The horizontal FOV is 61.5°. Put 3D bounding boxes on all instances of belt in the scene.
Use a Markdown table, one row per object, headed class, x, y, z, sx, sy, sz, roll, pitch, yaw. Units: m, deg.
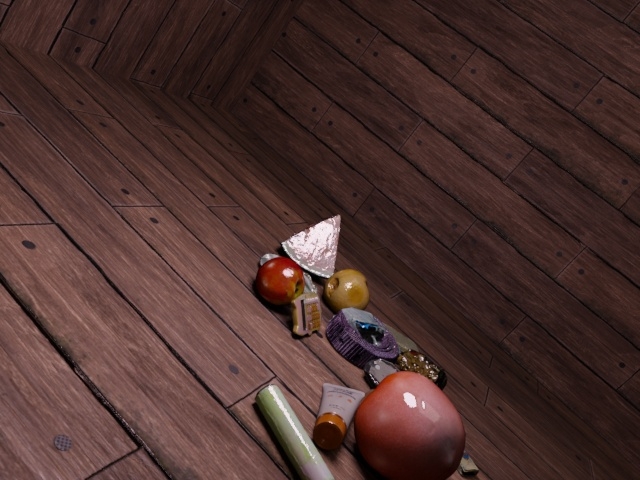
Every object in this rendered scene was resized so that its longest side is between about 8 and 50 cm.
| class | x | y | z | sx | sy | sz | roll | pitch | yaw |
| --- | --- | --- | --- | --- | --- | --- | --- | --- | --- |
| belt | 0.167 | 0.387 | 2.127 | 0.325 | 0.122 | 0.260 | 22 | 30 | -36 |

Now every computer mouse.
| class | x | y | z | sx | sy | sz | roll | pitch | yaw |
| --- | --- | --- | --- | --- | --- | --- | --- | --- | --- |
| computer mouse | 0.253 | 0.530 | 1.969 | 0.231 | 0.071 | 0.126 | 39 | 44 | 12 |

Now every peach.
| class | x | y | z | sx | sy | sz | roll | pitch | yaw |
| --- | --- | --- | --- | --- | --- | --- | --- | --- | --- |
| peach | -0.155 | 0.147 | 2.003 | 0.197 | 0.197 | 0.197 | 34 | 17 | -12 |

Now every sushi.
| class | x | y | z | sx | sy | sz | roll | pitch | yaw |
| --- | --- | --- | --- | --- | --- | --- | --- | --- | --- |
| sushi | 0.406 | 0.540 | 2.193 | 0.115 | 0.147 | 0.212 | 33 | 7 | -34 |

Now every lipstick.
| class | x | y | z | sx | sy | sz | roll | pitch | yaw |
| --- | --- | --- | --- | --- | --- | --- | --- | --- | --- |
| lipstick | -0.071 | 0.506 | 1.387 | 0.076 | 0.076 | 0.304 | 16 | 27 | -52 |

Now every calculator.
| class | x | y | z | sx | sy | sz | roll | pitch | yaw |
| --- | --- | --- | --- | --- | --- | --- | --- | --- | --- |
| calculator | -0.050 | 0.271 | 1.988 | 0.236 | 0.033 | 0.157 | 3 | 80 | -65 |

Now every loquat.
| class | x | y | z | sx | sy | sz | roll | pitch | yaw |
| --- | --- | --- | --- | --- | --- | --- | --- | --- | --- |
| loquat | 0.121 | 0.226 | 2.320 | 0.213 | 0.213 | 0.213 | 34 | 17 | -12 |

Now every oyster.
| class | x | y | z | sx | sy | sz | roll | pitch | yaw |
| --- | --- | --- | --- | --- | --- | --- | --- | --- | --- |
| oyster | -0.128 | 0.149 | 2.194 | 0.252 | 0.087 | 0.199 | 22 | 31 | -24 |

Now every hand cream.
| class | x | y | z | sx | sy | sz | roll | pitch | yaw |
| --- | --- | --- | --- | --- | --- | --- | --- | --- | --- |
| hand cream | 0.055 | 0.511 | 1.613 | 0.140 | 0.089 | 0.314 | 11 | 9 | 6 |

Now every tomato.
| class | x | y | z | sx | sy | sz | roll | pitch | yaw |
| --- | --- | --- | --- | --- | --- | --- | --- | --- | --- |
| tomato | 0.264 | 0.549 | 1.553 | 0.321 | 0.321 | 0.321 | 34 | 17 | -12 |

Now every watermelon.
| class | x | y | z | sx | sy | sz | roll | pitch | yaw |
| --- | --- | --- | --- | --- | --- | --- | --- | --- | --- |
| watermelon | -0.002 | 0.042 | 2.505 | 0.283 | 0.293 | 0.250 | -64 | 131 | -74 |

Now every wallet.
| class | x | y | z | sx | sy | sz | roll | pitch | yaw |
| --- | --- | --- | --- | --- | --- | --- | --- | --- | --- |
| wallet | 0.493 | 0.765 | 1.929 | 0.110 | 0.039 | 0.155 | 24 | 21 | -43 |

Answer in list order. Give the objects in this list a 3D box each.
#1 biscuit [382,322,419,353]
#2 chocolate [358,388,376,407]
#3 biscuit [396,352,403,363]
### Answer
| class | x | y | z | sx | sy | sz | roll | pitch | yaw |
| --- | --- | --- | --- | --- | --- | --- | --- | --- | --- |
| biscuit | 0.345 | 0.442 | 2.352 | 0.199 | 0.040 | 0.121 | 34 | 18 | -15 |
| chocolate | 0.254 | 0.595 | 1.811 | 0.254 | 0.080 | 0.157 | 42 | 17 | 13 |
| biscuit | 0.343 | 0.489 | 2.360 | 0.183 | 0.039 | 0.174 | 31 | 16 | -25 |
